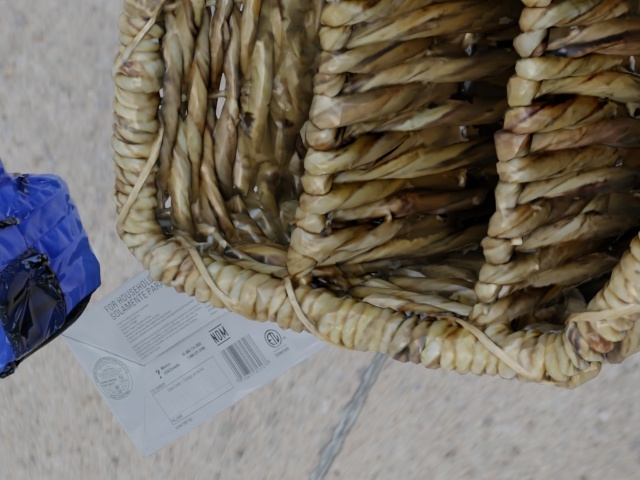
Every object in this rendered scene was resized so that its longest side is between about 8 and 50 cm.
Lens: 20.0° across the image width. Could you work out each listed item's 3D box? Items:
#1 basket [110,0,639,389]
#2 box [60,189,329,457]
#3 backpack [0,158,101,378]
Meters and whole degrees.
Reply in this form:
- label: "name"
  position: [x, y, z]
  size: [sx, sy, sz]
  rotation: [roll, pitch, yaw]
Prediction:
- label: "basket"
  position: [0.069, -0.098, 0.665]
  size: [0.223, 0.213, 0.299]
  rotation: [-8, 117, -34]
- label: "box"
  position: [0.000, 0.000, 1.064]
  size: [0.087, 0.169, 0.290]
  rotation: [56, 37, -1]
- label: "backpack"
  position: [-0.158, 0.010, 0.821]
  size: [0.098, 0.120, 0.101]
  rotation: [-7, 106, 26]
